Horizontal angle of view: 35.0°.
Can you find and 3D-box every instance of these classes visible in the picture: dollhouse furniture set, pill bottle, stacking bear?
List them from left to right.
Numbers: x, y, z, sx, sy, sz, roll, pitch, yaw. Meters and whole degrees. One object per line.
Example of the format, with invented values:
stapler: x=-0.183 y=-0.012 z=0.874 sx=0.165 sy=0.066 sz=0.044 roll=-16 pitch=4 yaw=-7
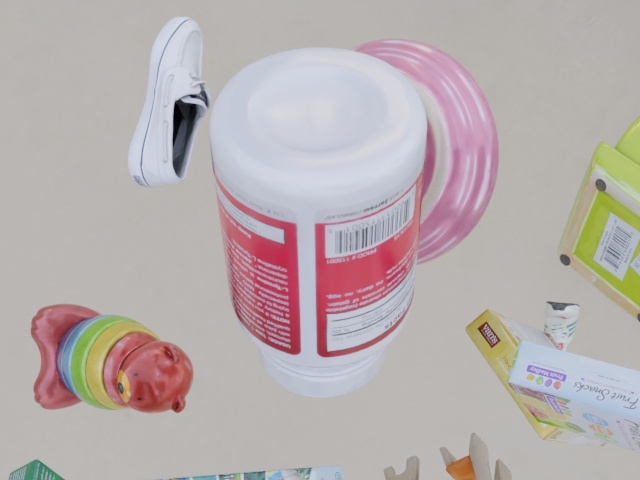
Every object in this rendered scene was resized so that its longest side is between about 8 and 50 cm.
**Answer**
stacking bear: x=-0.315 y=0.200 z=1.613 sx=0.164 sy=0.289 sz=0.176 roll=-7 pitch=100 yaw=-43
pill bottle: x=0.000 y=0.000 z=1.184 sx=0.228 sy=0.408 sz=0.229 roll=0 pitch=48 yaw=0
dollhouse furniture set: x=0.189 y=0.459 z=1.571 sx=0.262 sy=0.135 sz=0.259 roll=-30 pitch=121 yaw=19

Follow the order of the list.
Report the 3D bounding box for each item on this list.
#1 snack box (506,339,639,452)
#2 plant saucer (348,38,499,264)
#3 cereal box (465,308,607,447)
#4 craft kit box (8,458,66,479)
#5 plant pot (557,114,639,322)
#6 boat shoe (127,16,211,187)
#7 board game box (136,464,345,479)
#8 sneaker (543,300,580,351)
snack box: x=0.215 y=0.121 z=0.733 sx=0.141 sy=0.100 sz=0.037 roll=13 pitch=71 yaw=31
plant saucer: x=0.087 y=-0.123 z=1.454 sx=0.332 sy=0.084 sz=0.332 roll=3 pitch=96 yaw=31
cereal box: x=0.294 y=0.184 z=1.319 sx=0.047 sy=0.240 sz=0.173 roll=-42 pitch=59 yaw=16
craft kit box: x=-0.313 y=0.445 z=1.296 sx=0.061 sy=0.250 sz=0.247 roll=-28 pitch=125 yaw=15
plant pot: x=0.453 y=-0.026 z=1.331 sx=0.207 sy=0.228 sz=0.227 roll=-25 pitch=53 yaw=-31
boat shoe: x=-0.193 y=-0.195 z=1.428 sx=0.084 sy=0.095 sz=0.258 roll=3 pitch=76 yaw=28
board game box: x=-0.096 y=0.391 z=1.187 sx=0.303 sy=0.097 sz=0.224 roll=4 pitch=63 yaw=-36
sneaker: x=0.403 y=0.151 z=1.705 sx=0.057 sy=0.161 sz=0.075 roll=4 pitch=74 yaw=14
